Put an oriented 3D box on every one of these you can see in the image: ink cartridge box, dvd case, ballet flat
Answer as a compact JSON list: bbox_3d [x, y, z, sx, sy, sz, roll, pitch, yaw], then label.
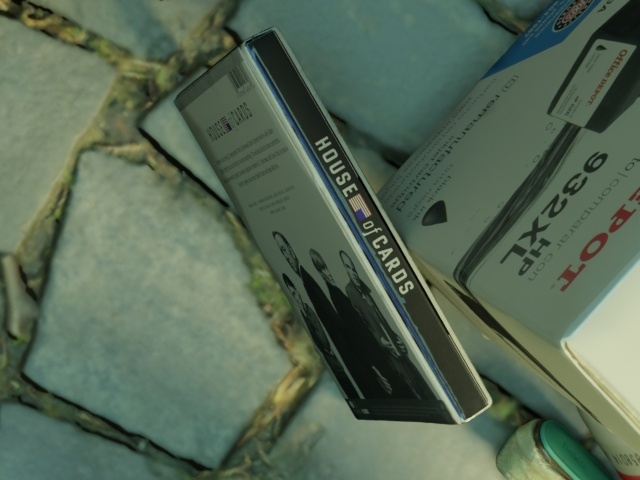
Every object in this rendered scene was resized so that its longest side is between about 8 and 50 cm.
[{"bbox_3d":[0.176,-0.027,0.831,0.223,0.307,0.129,-47,109,-1],"label":"ink cartridge box"},{"bbox_3d":[0.000,0.000,0.941,0.029,0.179,0.239,-31,95,-17],"label":"dvd case"},{"bbox_3d":[0.181,0.182,1.024,0.168,0.057,0.052,45,122,0],"label":"ballet flat"}]

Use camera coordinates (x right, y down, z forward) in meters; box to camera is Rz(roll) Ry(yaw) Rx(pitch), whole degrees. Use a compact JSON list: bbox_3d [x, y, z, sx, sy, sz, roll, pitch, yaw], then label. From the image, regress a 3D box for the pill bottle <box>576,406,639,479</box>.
[{"bbox_3d":[0.347,0.189,0.927,0.229,0.229,0.408,-34,94,4],"label":"pill bottle"}]
